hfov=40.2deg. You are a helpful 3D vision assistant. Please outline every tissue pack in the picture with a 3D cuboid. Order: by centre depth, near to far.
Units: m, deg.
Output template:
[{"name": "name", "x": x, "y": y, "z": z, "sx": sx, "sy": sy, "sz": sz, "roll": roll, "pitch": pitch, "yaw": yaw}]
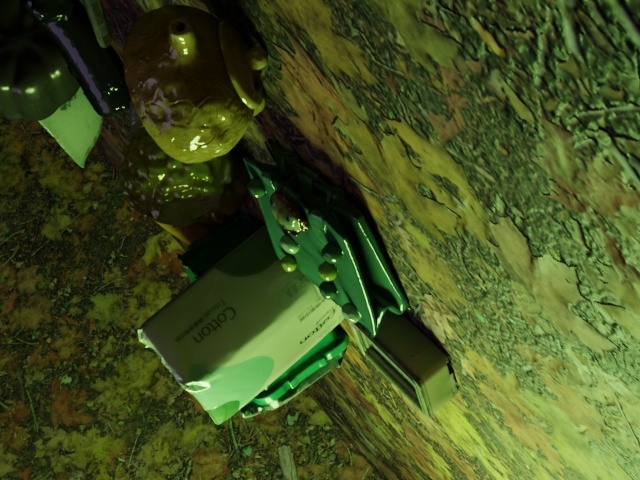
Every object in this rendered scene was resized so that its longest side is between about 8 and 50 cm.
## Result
[{"name": "tissue pack", "x": -0.131, "y": 0.149, "z": 1.629, "sx": 0.194, "sy": 0.356, "sz": 0.266, "roll": 46, "pitch": 167, "yaw": 21}]

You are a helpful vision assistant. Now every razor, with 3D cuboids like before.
[{"name": "razor", "x": -0.547, "y": -0.435, "z": 1.995, "sx": 0.327, "sy": 0.107, "sz": 0.189, "roll": 58, "pitch": 166, "yaw": -26}]

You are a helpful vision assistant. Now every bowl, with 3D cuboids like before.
[{"name": "bowl", "x": -0.725, "y": -0.424, "z": 2.412, "sx": 0.435, "sy": 0.196, "sz": 0.435, "roll": 49, "pitch": 174, "yaw": 7}]

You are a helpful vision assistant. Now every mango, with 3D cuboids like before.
[{"name": "mango", "x": -0.292, "y": -0.069, "z": 2.037, "sx": 0.290, "sy": 0.160, "sz": 0.191, "roll": 46, "pitch": 176, "yaw": -36}]

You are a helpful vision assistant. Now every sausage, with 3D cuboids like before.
[{"name": "sausage", "x": -0.459, "y": -0.459, "z": 1.792, "sx": 0.033, "sy": 0.033, "sz": 0.269, "roll": 49, "pitch": 168, "yaw": 7}]

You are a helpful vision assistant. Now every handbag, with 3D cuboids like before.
[{"name": "handbag", "x": -0.003, "y": 0.004, "z": 1.362, "sx": 0.268, "sy": 0.100, "sz": 0.274, "roll": 42, "pitch": 165, "yaw": 39}]

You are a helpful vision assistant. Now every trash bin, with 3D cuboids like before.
[{"name": "trash bin", "x": -0.152, "y": 0.164, "z": 1.955, "sx": 0.259, "sy": 0.295, "sz": 0.381, "roll": 26, "pitch": 147, "yaw": 61}]

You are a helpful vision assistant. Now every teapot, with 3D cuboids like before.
[{"name": "teapot", "x": -0.141, "y": -0.211, "z": 1.144, "sx": 0.311, "sy": 0.166, "sz": 0.204, "roll": 32, "pitch": -138, "yaw": -71}]

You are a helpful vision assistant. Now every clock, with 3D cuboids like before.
[{"name": "clock", "x": 0.136, "y": 0.190, "z": 1.470, "sx": 0.192, "sy": 0.071, "sz": 0.147, "roll": 43, "pitch": 165, "yaw": 33}]

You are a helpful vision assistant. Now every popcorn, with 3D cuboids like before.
[{"name": "popcorn", "x": -0.255, "y": -0.137, "z": 1.629, "sx": 0.259, "sy": 0.259, "sz": 0.212, "roll": 95, "pitch": 159, "yaw": -73}]

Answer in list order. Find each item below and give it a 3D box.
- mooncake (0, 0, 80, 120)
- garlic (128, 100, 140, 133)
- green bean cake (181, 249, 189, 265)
[{"name": "mooncake", "x": -0.725, "y": -0.455, "z": 2.136, "sx": 0.306, "sy": 0.306, "sz": 0.154, "roll": 48, "pitch": 164, "yaw": 11}, {"name": "garlic", "x": -0.338, "y": -0.232, "z": 1.801, "sx": 0.338, "sy": 0.151, "sz": 0.196, "roll": 77, "pitch": 167, "yaw": -64}, {"name": "green bean cake", "x": -0.249, "y": 0.100, "z": 2.367, "sx": 0.250, "sy": 0.156, "sz": 0.247, "roll": 52, "pitch": 166, "yaw": -5}]
